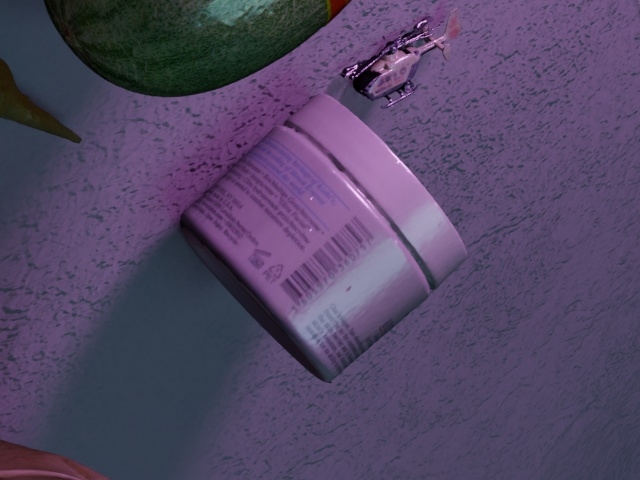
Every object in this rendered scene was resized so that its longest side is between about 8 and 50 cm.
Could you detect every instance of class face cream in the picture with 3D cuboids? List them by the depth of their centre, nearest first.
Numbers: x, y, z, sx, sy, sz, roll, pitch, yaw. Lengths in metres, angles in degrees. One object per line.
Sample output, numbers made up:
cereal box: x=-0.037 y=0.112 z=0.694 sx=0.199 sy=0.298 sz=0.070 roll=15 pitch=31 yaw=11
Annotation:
face cream: x=0.000 y=0.000 z=1.458 sx=0.153 sy=0.177 sz=0.177 roll=-42 pitch=151 yaw=-5

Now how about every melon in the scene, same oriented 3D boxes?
melon: x=-0.042 y=-0.209 z=1.137 sx=0.288 sy=0.182 sz=0.182 roll=-45 pitch=152 yaw=-7

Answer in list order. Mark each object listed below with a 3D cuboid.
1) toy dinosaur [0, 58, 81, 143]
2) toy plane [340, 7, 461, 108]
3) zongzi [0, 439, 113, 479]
toy dinosaur: x=-0.205 y=-0.098 z=1.203 sx=0.162 sy=0.039 sz=0.126 roll=-20 pitch=140 yaw=-42
toy plane: x=0.067 y=-0.145 z=1.521 sx=0.121 sy=0.031 sz=0.049 roll=-30 pitch=139 yaw=-23
zongzi: x=-0.289 y=0.316 z=1.189 sx=0.500 sy=0.218 sz=0.467 roll=-37 pitch=-166 yaw=-25
